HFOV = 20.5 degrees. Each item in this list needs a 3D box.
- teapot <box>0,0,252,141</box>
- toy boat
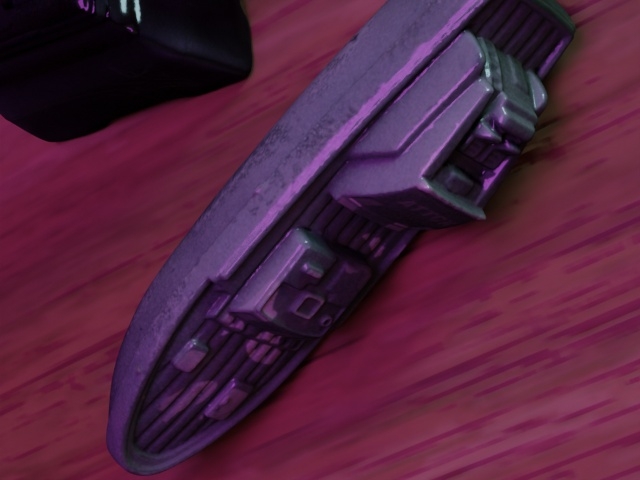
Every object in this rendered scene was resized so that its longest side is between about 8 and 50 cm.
[{"bbox_3d":[-0.108,-0.105,0.776,0.177,0.096,0.087,-14,76,30],"label":"teapot"},{"bbox_3d":[0.000,0.000,0.701,0.260,0.078,0.085,-49,46,16],"label":"toy boat"}]
